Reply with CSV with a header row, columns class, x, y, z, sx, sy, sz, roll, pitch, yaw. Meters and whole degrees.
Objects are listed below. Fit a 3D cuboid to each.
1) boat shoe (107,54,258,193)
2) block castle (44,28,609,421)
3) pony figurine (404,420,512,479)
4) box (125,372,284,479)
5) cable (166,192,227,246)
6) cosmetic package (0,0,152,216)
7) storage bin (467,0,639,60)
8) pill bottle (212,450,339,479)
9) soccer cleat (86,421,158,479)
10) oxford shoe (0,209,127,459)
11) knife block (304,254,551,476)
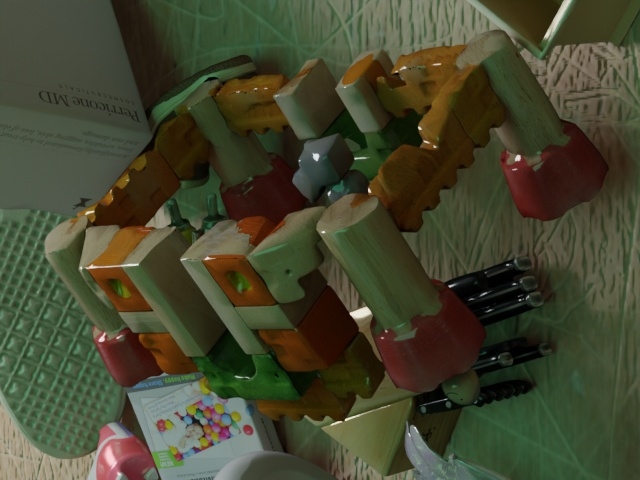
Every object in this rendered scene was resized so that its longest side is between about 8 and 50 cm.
class,x,y,z,sx,sy,sz,roll,pitch,yaw
boat shoe,-0.137,-0.103,1.890,0.257,0.095,0.095,-31,87,47
block castle,0.000,0.000,1.609,0.453,0.303,0.213,-4,128,46
pony figurine,0.211,0.316,1.512,0.351,0.303,0.363,19,85,14
box,-0.125,0.174,1.894,0.145,0.038,0.186,-12,105,33
cable,-0.099,0.096,1.915,0.139,0.072,0.287,9,114,23
cosmetic package,-0.339,-0.225,1.901,0.156,0.217,0.385,-47,51,35
storage bin,0.187,-0.334,1.542,0.262,0.123,0.260,43,122,29
pill bottle,-0.089,0.375,1.838,0.181,0.181,0.323,50,126,25
soccer cleat,-0.229,0.320,2.026,0.095,0.083,0.248,-128,42,-51
oxford shoe,-0.324,0.023,2.047,0.130,0.169,0.449,167,84,-82
knife block,0.078,0.084,1.717,0.275,0.088,0.242,34,116,34
